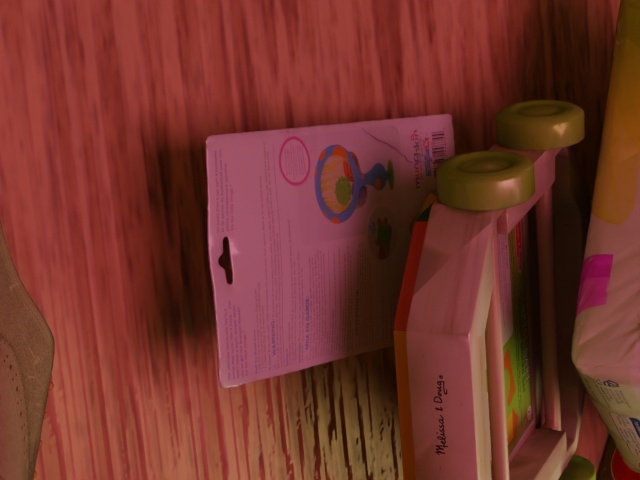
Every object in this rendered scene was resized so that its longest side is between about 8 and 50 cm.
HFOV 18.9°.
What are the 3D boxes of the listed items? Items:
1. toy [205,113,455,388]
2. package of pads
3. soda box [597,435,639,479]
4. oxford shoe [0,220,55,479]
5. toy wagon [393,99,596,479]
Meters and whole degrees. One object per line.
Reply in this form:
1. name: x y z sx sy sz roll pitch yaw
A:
1. toy: 0.000 0.000 1.129 0.237 0.056 0.137 -9 97 -49
2. package of pads: 0.247 -0.008 1.263 0.229 0.101 0.297 52 45 -59
3. soda box: 0.252 0.138 1.387 0.058 0.061 0.181 30 74 -42
4. oxford shoe: -0.167 0.104 0.932 0.130 0.123 0.348 -28 114 -45
5. toy wagon: 0.132 0.050 1.211 0.344 0.068 0.267 -42 131 -61
